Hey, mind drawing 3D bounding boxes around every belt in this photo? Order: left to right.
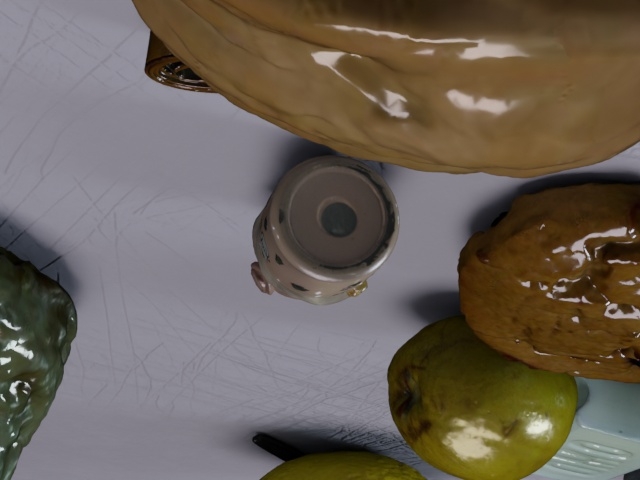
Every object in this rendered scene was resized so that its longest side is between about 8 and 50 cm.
[{"bbox_3d":[-0.061,-0.112,0.847,0.083,0.036,0.059,-2,162,27],"label":"belt"}]

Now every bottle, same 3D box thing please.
[{"bbox_3d":[-0.001,-0.001,1.031,0.099,0.099,0.152,12,165,-7],"label":"bottle"}]

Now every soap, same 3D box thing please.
[{"bbox_3d":[0.261,0.183,1.402,0.119,0.066,0.198,16,158,-11],"label":"soap"}]

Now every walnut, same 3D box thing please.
[{"bbox_3d":[0.038,-0.134,0.523,0.261,0.225,0.225,11,159,8],"label":"walnut"}]

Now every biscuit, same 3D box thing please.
[{"bbox_3d":[0.236,0.045,1.061,0.296,0.075,0.296,6,158,3],"label":"biscuit"}]

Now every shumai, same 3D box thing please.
[{"bbox_3d":[-0.398,0.160,1.273,0.324,0.323,0.397,12,157,-12],"label":"shumai"}]

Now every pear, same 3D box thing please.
[{"bbox_3d":[0.136,0.135,1.228,0.162,0.149,0.149,16,158,-28],"label":"pear"}]

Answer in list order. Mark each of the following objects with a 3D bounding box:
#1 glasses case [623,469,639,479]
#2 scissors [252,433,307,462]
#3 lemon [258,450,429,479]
[{"bbox_3d":[0.493,0.288,1.556,0.323,0.074,0.131,-1,155,24],"label":"glasses case"},{"bbox_3d":[-0.019,0.282,1.825,0.088,0.017,0.220,-5,153,33],"label":"scissors"},{"bbox_3d":[0.019,0.379,1.721,0.321,0.268,0.268,-3,156,9],"label":"lemon"}]
